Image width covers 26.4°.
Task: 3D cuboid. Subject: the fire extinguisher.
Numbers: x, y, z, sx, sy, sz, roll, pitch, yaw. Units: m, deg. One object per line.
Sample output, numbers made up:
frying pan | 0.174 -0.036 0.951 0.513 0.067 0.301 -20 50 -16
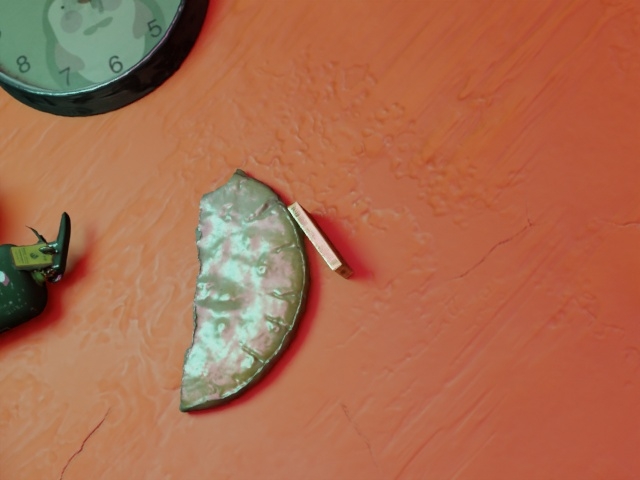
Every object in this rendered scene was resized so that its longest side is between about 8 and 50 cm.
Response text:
fire extinguisher | -0.421 0.074 1.598 0.311 0.095 0.114 -24 63 7

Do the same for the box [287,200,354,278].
box | 0.000 0.000 1.538 0.015 0.058 0.093 -38 71 6

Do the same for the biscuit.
biscuit | -0.082 0.057 1.553 0.141 0.038 0.289 4 78 13

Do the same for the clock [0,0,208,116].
clock | -0.295 -0.312 1.678 0.319 0.066 0.318 -3 76 13
